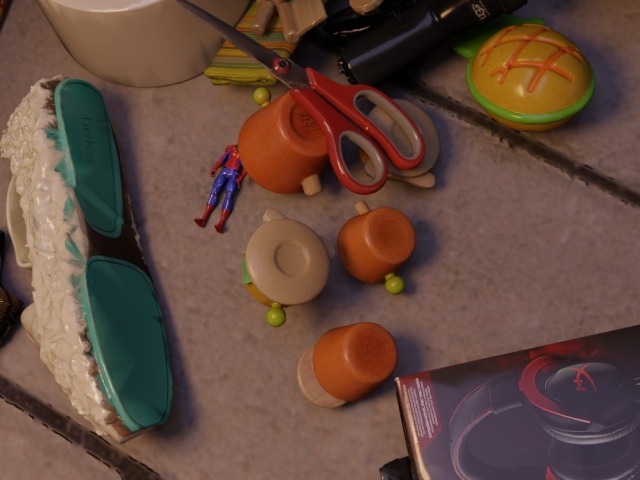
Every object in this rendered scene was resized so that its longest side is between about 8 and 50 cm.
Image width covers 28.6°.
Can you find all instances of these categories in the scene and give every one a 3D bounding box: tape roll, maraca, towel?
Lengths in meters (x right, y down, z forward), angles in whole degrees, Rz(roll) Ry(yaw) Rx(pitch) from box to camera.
[{"bbox_3d":[-0.198,-0.310,1.356,0.246,0.169,0.246,-2,69,5],"label":"tape roll"},{"bbox_3d":[0.209,-0.180,1.303,0.127,0.099,0.186,-14,43,-9],"label":"maraca"},{"bbox_3d":[-0.028,-0.257,1.355,0.102,0.021,0.237,10,59,41],"label":"towel"}]

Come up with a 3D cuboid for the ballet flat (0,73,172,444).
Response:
[{"bbox_3d":[-0.248,0.027,1.277,0.147,0.147,0.409,-14,66,1],"label":"ballet flat"}]

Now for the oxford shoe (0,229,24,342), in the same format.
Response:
[{"bbox_3d":[-0.353,0.085,1.276,0.096,0.083,0.227,-4,70,1],"label":"oxford shoe"}]

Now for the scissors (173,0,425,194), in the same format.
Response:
[{"bbox_3d":[-0.020,-0.165,1.237,0.297,0.021,0.109,45,63,-3],"label":"scissors"}]

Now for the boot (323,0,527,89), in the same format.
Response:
[{"bbox_3d":[0.098,-0.277,1.342,0.207,0.094,0.246,-26,39,16],"label":"boot"}]

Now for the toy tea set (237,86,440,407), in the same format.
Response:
[{"bbox_3d":[0.000,0.000,1.270,0.200,0.124,0.336,17,66,-19],"label":"toy tea set"}]

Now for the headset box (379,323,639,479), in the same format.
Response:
[{"bbox_3d":[0.204,0.214,1.146,0.293,0.110,0.218,-12,69,2],"label":"headset box"}]

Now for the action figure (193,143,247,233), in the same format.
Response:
[{"bbox_3d":[-0.097,-0.066,1.331,0.038,0.030,0.115,15,70,17],"label":"action figure"}]

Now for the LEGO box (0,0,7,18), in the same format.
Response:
[{"bbox_3d":[-0.508,-0.260,1.196,0.193,0.500,0.373,13,71,11],"label":"LEGO box"}]

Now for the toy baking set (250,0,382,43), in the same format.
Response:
[{"bbox_3d":[0.031,-0.298,1.316,0.196,0.030,0.256,-6,48,28],"label":"toy baking set"}]
